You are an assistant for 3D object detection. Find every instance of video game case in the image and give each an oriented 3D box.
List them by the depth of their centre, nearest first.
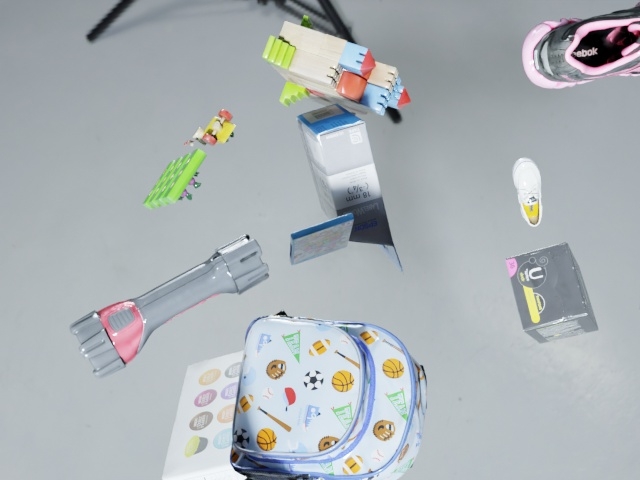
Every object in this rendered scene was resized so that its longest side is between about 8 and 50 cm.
[{"bbox_3d":[0.000,0.000,1.551,0.119,0.166,0.015,-19,74,-9],"label":"video game case"}]

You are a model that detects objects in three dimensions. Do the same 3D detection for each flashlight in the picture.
[{"bbox_3d":[-0.226,0.099,1.272,0.304,0.103,0.103,-28,26,-15],"label":"flashlight"}]

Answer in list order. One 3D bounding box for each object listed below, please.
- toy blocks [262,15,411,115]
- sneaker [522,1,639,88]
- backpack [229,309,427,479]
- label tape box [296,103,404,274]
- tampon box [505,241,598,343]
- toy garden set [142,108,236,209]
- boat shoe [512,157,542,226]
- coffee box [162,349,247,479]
[{"bbox_3d":[0.057,-0.358,1.835,0.261,0.381,0.191,21,90,14],"label":"toy blocks"},{"bbox_3d":[0.175,-0.111,0.453,0.119,0.057,0.047,-17,98,-5],"label":"sneaker"},{"bbox_3d":[0.013,0.222,1.155,0.263,0.213,0.277,2,74,13],"label":"backpack"},{"bbox_3d":[0.057,-0.099,1.731,0.105,0.240,0.334,-18,110,-6],"label":"label tape box"},{"bbox_3d":[0.371,0.089,1.322,0.101,0.161,0.120,-17,69,19],"label":"tampon box"},{"bbox_3d":[-0.250,-0.147,1.606,0.049,0.244,0.204,35,77,-18],"label":"toy garden set"},{"bbox_3d":[0.272,-0.061,1.076,0.035,0.100,0.035,-12,38,5],"label":"boat shoe"},{"bbox_3d":[-0.082,0.440,1.667,0.334,0.338,0.338,-16,29,10],"label":"coffee box"}]
